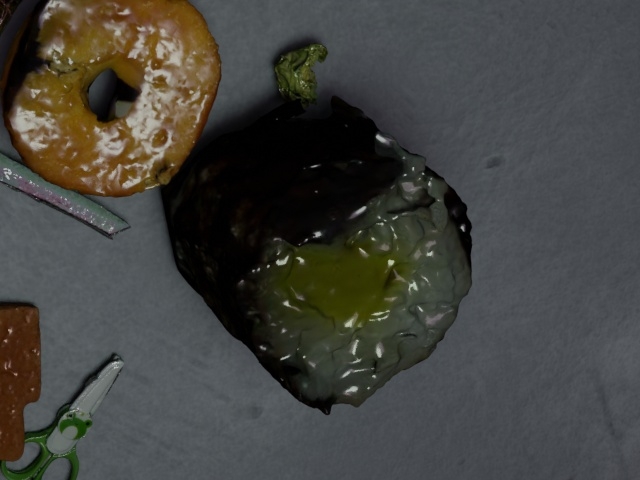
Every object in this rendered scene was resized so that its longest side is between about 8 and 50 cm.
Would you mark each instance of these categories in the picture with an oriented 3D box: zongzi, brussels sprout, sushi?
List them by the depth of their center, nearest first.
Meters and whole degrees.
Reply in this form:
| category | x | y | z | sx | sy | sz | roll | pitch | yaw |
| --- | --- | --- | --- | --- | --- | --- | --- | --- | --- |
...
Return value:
| category | x | y | z | sx | sy | sz | roll | pitch | yaw |
| --- | --- | --- | --- | --- | --- | --- | --- | --- | --- |
| zongzi | -0.375 | -0.258 | 1.268 | 0.067 | 0.073 | 0.083 | -55 | 159 | 3 |
| sushi | 0.002 | 0.002 | 1.373 | 0.299 | 0.294 | 0.281 | -38 | 124 | -7 |
| brussels sprout | -0.024 | -0.198 | 1.430 | 0.085 | 0.058 | 0.085 | -20 | 112 | -59 |

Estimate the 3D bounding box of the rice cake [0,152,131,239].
| category | x | y | z | sx | sy | sz | roll | pitch | yaw |
| --- | --- | --- | --- | --- | --- | --- | --- | --- | --- |
| rice cake | -0.314 | -0.054 | 1.373 | 0.207 | 0.033 | 0.033 | 30 | 86 | -30 |

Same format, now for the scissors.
| category | x | y | z | sx | sy | sz | roll | pitch | yaw |
| --- | --- | --- | --- | --- | --- | --- | --- | --- | --- |
| scissors | -0.309 | 0.229 | 1.480 | 0.101 | 0.027 | 0.204 | 36 | 94 | -30 |

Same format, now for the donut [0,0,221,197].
| category | x | y | z | sx | sy | sz | roll | pitch | yaw |
| --- | --- | --- | --- | --- | --- | --- | --- | --- | --- |
| donut | -0.235 | -0.173 | 1.315 | 0.253 | 0.118 | 0.253 | -8 | 113 | -18 |

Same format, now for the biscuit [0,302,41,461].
| category | x | y | z | sx | sy | sz | roll | pitch | yaw |
| --- | --- | --- | --- | --- | --- | --- | --- | --- | --- |
| biscuit | -0.432 | 0.193 | 1.368 | 0.306 | 0.043 | 0.284 | -52 | 124 | -22 |
